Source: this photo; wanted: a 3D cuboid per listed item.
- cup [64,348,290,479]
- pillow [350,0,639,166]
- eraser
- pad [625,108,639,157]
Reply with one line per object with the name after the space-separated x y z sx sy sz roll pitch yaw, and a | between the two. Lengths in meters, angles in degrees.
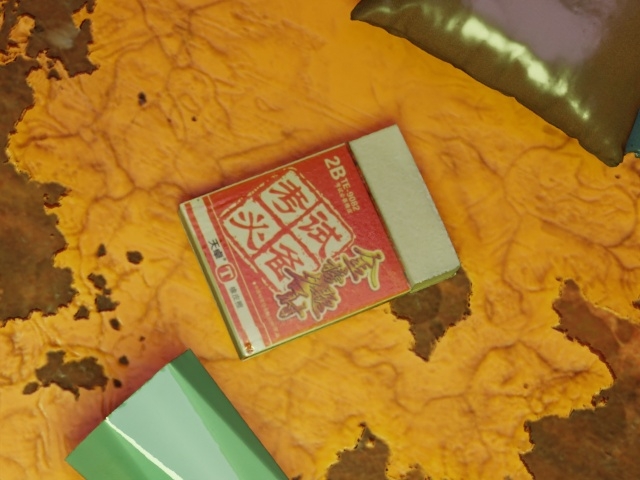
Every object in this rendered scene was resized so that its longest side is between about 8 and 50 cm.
-0.088 0.224 1.689 0.235 0.148 0.134 45 44 3 | cup
0.231 -0.268 1.901 0.305 0.108 0.308 31 76 -1 | pillow
0.000 0.000 1.819 0.230 0.038 0.157 -21 79 -15 | eraser
0.408 -0.214 1.975 0.270 0.012 0.269 -2 75 -11 | pad
